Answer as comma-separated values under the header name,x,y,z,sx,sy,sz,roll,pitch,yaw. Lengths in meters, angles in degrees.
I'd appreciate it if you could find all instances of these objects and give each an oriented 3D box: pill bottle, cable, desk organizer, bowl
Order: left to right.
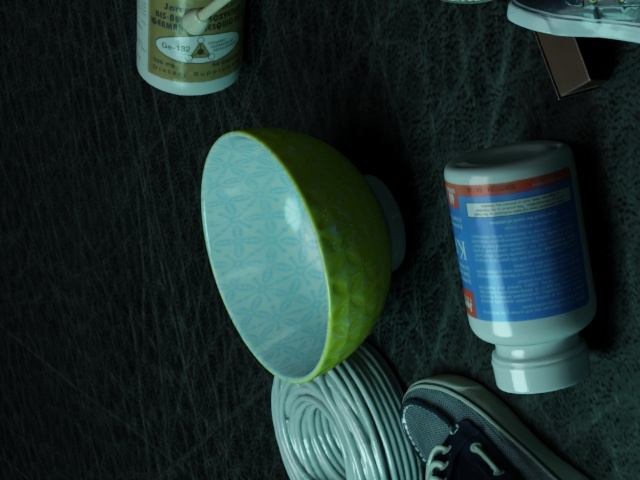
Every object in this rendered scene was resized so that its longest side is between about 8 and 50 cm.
name,x,y,z,sx,sy,sz,roll,pitch,yaw
pill bottle,-0.154,-0.300,2.164,0.131,0.131,0.229,46,143,42
bowl,0.000,0.000,2.018,0.289,0.156,0.290,39,138,47
cable,0.029,0.241,2.182,0.257,0.089,0.257,58,150,26
pill bottle,0.192,0.026,1.701,0.124,0.124,0.222,11,114,60
desk organizer,0.220,-0.197,1.607,0.050,0.047,0.130,-28,80,60

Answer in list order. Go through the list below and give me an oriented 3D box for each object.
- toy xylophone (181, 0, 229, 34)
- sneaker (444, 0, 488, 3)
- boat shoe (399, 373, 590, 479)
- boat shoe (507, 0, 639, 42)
name,x,y,z,sx,sy,sz,roll,pitch,yaw
toy xylophone,-0.049,-0.336,1.861,0.081,0.236,0.322,46,151,-7
sneaker,0.106,-0.301,1.736,0.222,0.118,0.083,16,141,27
boat shoe,0.145,0.252,1.887,0.340,0.158,0.127,32,132,52
boat shoe,0.241,-0.213,1.509,0.183,0.065,0.083,12,111,34
